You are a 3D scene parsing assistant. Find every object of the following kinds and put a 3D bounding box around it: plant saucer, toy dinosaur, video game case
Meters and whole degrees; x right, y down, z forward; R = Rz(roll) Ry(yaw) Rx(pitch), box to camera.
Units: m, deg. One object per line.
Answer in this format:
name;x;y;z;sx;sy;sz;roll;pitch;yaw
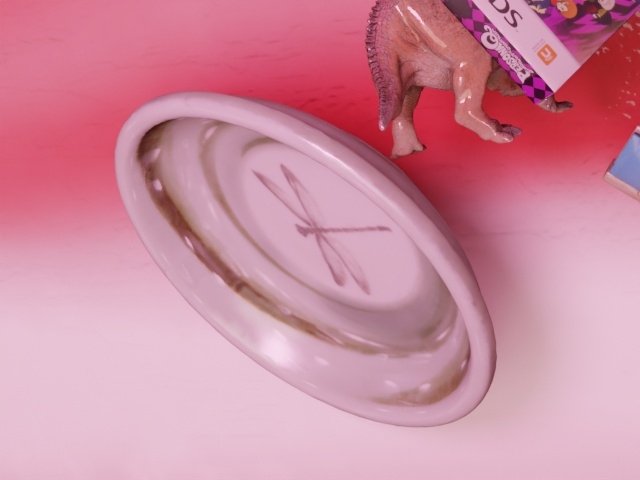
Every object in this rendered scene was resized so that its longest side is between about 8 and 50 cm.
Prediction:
plant saucer;0.000;0.000;1.399;0.400;0.100;0.400;28;150;18
toy dinosaur;0.114;-0.187;1.259;0.127;0.296;0.200;2;116;54
video game case;0.177;-0.256;1.211;0.210;0.232;0.042;48;159;-4

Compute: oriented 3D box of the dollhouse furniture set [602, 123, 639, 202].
dollhouse furniture set;0.328;-0.079;1.272;0.129;0.129;0.183;32;119;5
